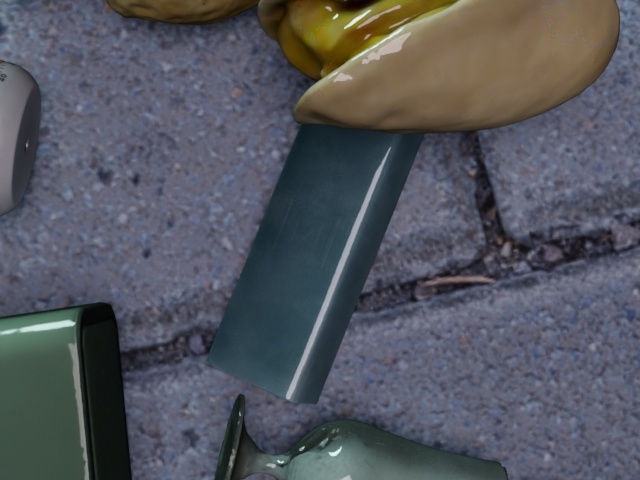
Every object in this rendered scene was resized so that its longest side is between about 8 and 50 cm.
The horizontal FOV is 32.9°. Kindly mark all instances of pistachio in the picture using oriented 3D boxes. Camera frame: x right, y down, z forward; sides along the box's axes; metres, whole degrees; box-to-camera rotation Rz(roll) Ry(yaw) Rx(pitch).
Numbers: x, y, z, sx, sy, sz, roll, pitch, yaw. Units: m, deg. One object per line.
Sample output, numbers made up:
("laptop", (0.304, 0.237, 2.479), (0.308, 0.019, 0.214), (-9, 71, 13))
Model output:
("pistachio", (0.100, -0.173, 0.849), (0.299, 0.187, 0.187), (-16, 91, -18))

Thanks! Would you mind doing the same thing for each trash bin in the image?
("trash bin", (-0.329, 0.178, 0.847), (0.343, 0.158, 0.223), (-6, 89, 1))

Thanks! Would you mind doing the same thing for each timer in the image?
("timer", (-0.295, -0.086, 0.873), (0.136, 0.099, 0.136), (2, 79, -10))

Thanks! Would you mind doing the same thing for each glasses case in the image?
("glasses case", (0.000, 0.000, 0.916), (0.105, 0.056, 0.266), (22, 88, -4))

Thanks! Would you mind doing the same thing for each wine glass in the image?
("wine glass", (0.032, 0.200, 0.895), (0.231, 0.103, 0.103), (13, 89, -7))

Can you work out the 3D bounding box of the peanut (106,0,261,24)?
("peanut", (-0.052, -0.245, 0.887), (0.263, 0.117, 0.101), (-21, 56, -2))
